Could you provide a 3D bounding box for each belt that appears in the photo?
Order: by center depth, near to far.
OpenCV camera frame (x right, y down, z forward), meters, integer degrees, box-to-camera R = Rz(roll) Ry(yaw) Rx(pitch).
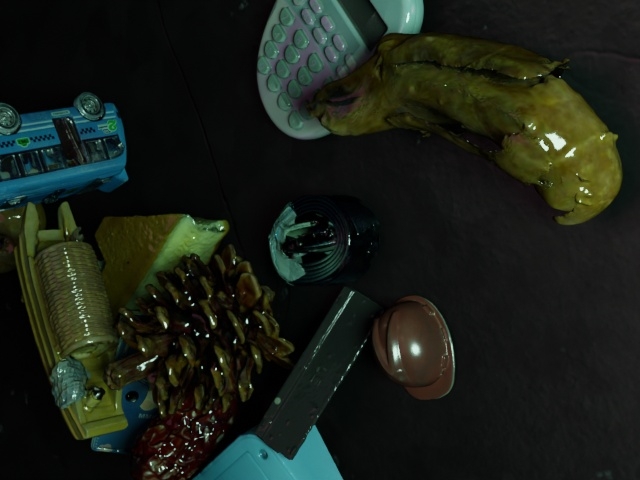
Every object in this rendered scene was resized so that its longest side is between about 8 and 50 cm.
[{"bbox_3d":[0.000,0.000,0.954,0.140,0.058,0.105,-15,78,45],"label":"belt"}]

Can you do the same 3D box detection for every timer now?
[{"bbox_3d":[-0.041,0.355,1.024,0.232,0.091,0.250,-46,73,35],"label":"timer"}]

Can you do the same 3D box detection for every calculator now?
[{"bbox_3d":[0.023,-0.237,0.932,0.299,0.041,0.186,-49,60,37],"label":"calculator"}]

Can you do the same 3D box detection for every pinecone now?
[{"bbox_3d":[-0.145,0.117,0.999,0.212,0.169,0.186,-36,69,-2],"label":"pinecone"}]

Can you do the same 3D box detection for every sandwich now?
[{"bbox_3d":[-0.222,0.022,1.136,0.128,0.122,0.236,53,123,24],"label":"sandwich"}]

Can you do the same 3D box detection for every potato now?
[{"bbox_3d":[-0.561,-0.025,1.449,0.300,0.140,0.173,-3,86,48],"label":"potato"}]

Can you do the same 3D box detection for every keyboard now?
[{"bbox_3d":[-0.001,0.144,0.939,0.060,0.018,0.196,31,88,33],"label":"keyboard"}]

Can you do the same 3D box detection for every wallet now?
[{"bbox_3d":[-0.225,0.193,1.132,0.059,0.141,0.202,-119,45,-57],"label":"wallet"}]

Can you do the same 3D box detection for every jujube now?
[{"bbox_3d":[-0.171,0.242,1.069,0.104,0.166,0.104,27,134,31],"label":"jujube"}]

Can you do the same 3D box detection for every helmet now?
[{"bbox_3d":[0.085,0.112,0.877,0.089,0.057,0.111,-30,71,39],"label":"helmet"}]

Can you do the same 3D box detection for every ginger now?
[{"bbox_3d":[0.134,-0.123,0.785,0.309,0.107,0.133,30,119,37],"label":"ginger"}]

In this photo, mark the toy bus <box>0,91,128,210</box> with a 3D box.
[{"bbox_3d":[-0.394,-0.120,1.211,0.113,0.246,0.134,-23,87,42],"label":"toy bus"}]

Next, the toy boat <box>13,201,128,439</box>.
[{"bbox_3d":[-0.306,0.091,1.060,0.115,0.089,0.310,-41,61,39],"label":"toy boat"}]
